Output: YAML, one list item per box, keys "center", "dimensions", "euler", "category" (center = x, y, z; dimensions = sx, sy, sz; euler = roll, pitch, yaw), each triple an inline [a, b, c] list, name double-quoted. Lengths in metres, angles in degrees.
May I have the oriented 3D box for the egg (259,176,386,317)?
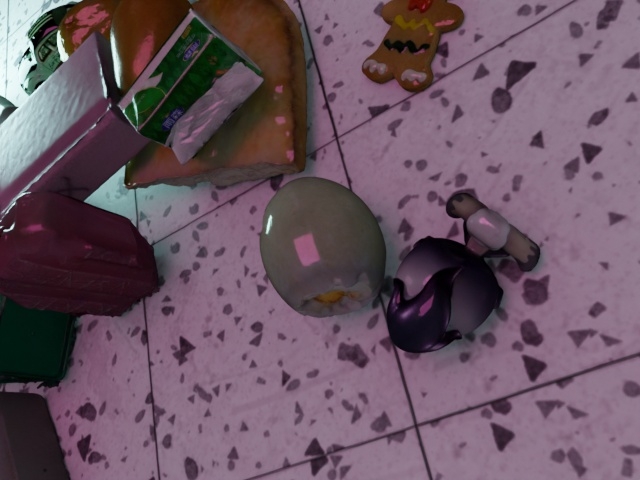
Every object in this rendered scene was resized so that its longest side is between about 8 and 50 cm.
- center: [0.000, 0.000, 0.911]
  dimensions: [0.183, 0.183, 0.217]
  euler: [-26, 61, 25]
  category: "egg"

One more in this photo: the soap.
- center: [-0.451, 0.037, 1.119]
  dimensions: [0.220, 0.324, 0.127]
  euler: [-38, 60, 21]
  category: "soap"

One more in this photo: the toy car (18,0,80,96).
- center: [-0.713, -0.513, 1.618]
  dimensions: [0.305, 0.125, 0.136]
  euler: [-37, 57, 17]
  category: "toy car"

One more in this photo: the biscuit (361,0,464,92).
- center: [0.161, -0.367, 1.023]
  dimensions: [0.158, 0.035, 0.240]
  euler: [20, 86, 35]
  category: "biscuit"

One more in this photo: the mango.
- center: [-0.308, -0.368, 1.144]
  dimensions: [0.175, 0.139, 0.255]
  euler: [-25, 63, 29]
  category: "mango"

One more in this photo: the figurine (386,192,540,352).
- center: [0.176, 0.056, 0.803]
  dimensions: [0.145, 0.145, 0.222]
  euler: [40, 96, 37]
  category: "figurine"

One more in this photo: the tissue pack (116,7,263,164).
- center: [-0.209, -0.248, 1.044]
  dimensions: [0.209, 0.148, 0.156]
  euler: [-47, 60, 10]
  category: "tissue pack"

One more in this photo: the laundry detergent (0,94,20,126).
- center: [-0.886, -0.278, 1.658]
  dimensions: [0.397, 0.124, 0.264]
  euler: [13, 80, 35]
  category: "laundry detergent"

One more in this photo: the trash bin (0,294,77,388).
- center: [-0.738, 0.191, 1.296]
  dimensions: [0.381, 0.295, 0.259]
  euler: [-6, 71, 27]
  category: "trash bin"

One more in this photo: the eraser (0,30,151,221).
- center: [-0.518, -0.212, 1.252]
  dimensions: [0.359, 0.122, 0.272]
  euler: [-35, 54, 17]
  category: "eraser"

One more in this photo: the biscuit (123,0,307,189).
- center: [-0.214, -0.291, 1.211]
  dimensions: [0.429, 0.104, 0.446]
  euler: [-12, 70, 30]
  category: "biscuit"

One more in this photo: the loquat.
- center: [-0.502, -0.472, 1.429]
  dimensions: [0.234, 0.176, 0.187]
  euler: [-38, 95, 4]
  category: "loquat"

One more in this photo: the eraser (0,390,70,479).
- center: [-0.562, 0.457, 1.180]
  dimensions: [0.077, 0.111, 0.352]
  euler: [-47, 54, 14]
  category: "eraser"
